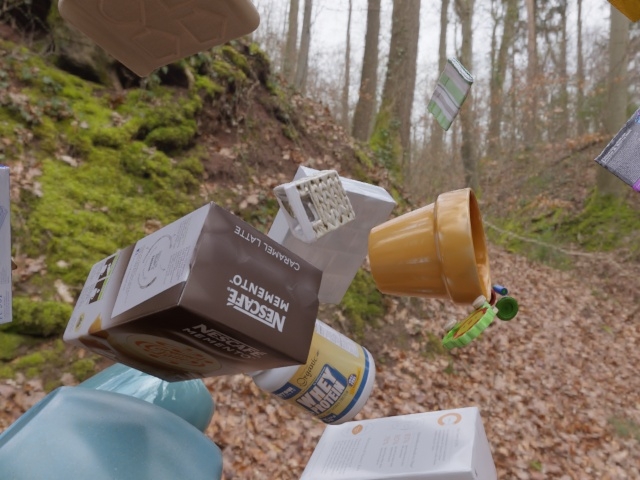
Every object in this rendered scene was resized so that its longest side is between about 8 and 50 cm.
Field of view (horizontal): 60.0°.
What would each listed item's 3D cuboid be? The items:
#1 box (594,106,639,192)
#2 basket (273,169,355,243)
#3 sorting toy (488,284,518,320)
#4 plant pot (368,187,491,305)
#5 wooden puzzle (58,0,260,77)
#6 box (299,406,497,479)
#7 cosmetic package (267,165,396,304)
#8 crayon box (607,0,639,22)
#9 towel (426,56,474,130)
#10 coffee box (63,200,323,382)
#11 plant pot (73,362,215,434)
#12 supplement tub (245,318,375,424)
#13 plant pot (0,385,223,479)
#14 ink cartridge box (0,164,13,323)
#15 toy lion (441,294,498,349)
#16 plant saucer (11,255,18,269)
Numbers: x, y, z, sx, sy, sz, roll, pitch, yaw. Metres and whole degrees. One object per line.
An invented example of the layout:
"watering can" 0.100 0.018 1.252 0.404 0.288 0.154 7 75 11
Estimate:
"box" 0.481 -0.135 0.812 0.029 0.116 0.162 29 23 -12
"basket" -0.014 -0.069 1.049 0.103 0.113 0.167 -25 9 -10
"sorting toy" 0.353 0.119 1.130 0.102 0.061 0.042 28 2 -14
"plant pot" 0.194 0.022 1.004 0.187 0.205 0.205 -9 -10 23
"wooden puzzle" -0.350 -0.530 1.257 0.347 0.081 0.322 -19 -15 13
"box" 0.163 0.482 1.121 0.345 0.168 0.215 -15 10 22
"cosmetic package" 0.000 0.000 1.564 0.284 0.377 0.097 10 30 -34
"crayon box" 0.548 -0.567 0.894 0.313 0.106 0.363 36 -13 -7
"towel" 0.323 -0.369 1.399 0.023 0.113 0.152 -2 -43 -25
"coffee box" -0.135 0.068 0.560 0.141 0.098 0.246 32 -35 -32
"plant pot" -0.385 0.386 1.261 0.235 0.293 0.293 -36 18 -26
"supplement tub" -0.024 0.202 0.917 0.199 0.144 0.144 34 -15 -22
"plant pot" -0.288 0.288 0.645 0.195 0.290 0.290 51 -15 -10
"ink cartridge box" -0.448 0.001 0.727 0.097 0.207 0.046 15 16 37
"toy lion" 0.210 0.125 0.793 0.034 0.100 0.096 46 33 5
"plant saucer" -0.621 0.033 1.062 0.083 0.015 0.083 8 -27 4
